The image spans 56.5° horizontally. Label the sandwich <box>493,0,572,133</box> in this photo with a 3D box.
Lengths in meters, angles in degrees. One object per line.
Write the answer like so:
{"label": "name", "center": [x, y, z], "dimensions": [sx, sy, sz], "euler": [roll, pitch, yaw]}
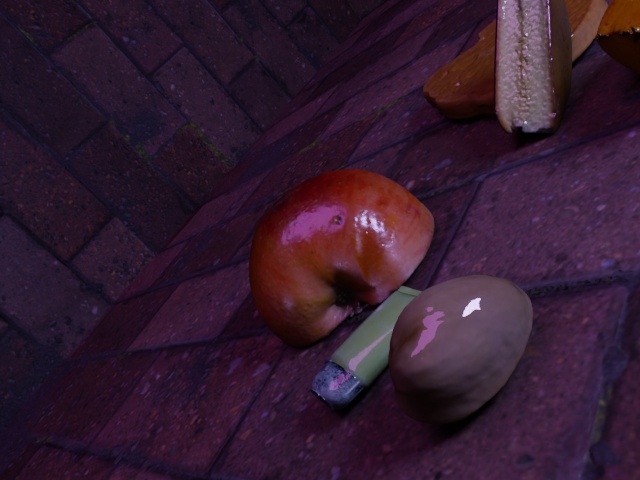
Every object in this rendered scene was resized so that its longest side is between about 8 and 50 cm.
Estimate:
{"label": "sandwich", "center": [0.301, -0.269, 0.850], "dimensions": [0.094, 0.096, 0.258], "euler": [0, 85, 34]}

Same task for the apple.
{"label": "apple", "center": [0.000, 0.000, 0.868], "dimensions": [0.293, 0.163, 0.251], "euler": [-40, 18, 14]}

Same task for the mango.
{"label": "mango", "center": [0.405, -0.258, 0.679], "dimensions": [0.154, 0.126, 0.252], "euler": [-45, 9, 30]}

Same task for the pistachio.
{"label": "pistachio", "center": [0.122, 0.091, 0.533], "dimensions": [0.149, 0.113, 0.113], "euler": [-36, 19, -1]}

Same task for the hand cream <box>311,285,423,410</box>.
{"label": "hand cream", "center": [0.062, 0.118, 0.678], "dimensions": [0.175, 0.046, 0.095], "euler": [-42, 17, -17]}

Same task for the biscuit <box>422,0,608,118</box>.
{"label": "biscuit", "center": [0.338, -0.328, 1.053], "dimensions": [0.312, 0.057, 0.351], "euler": [-48, 22, -14]}
